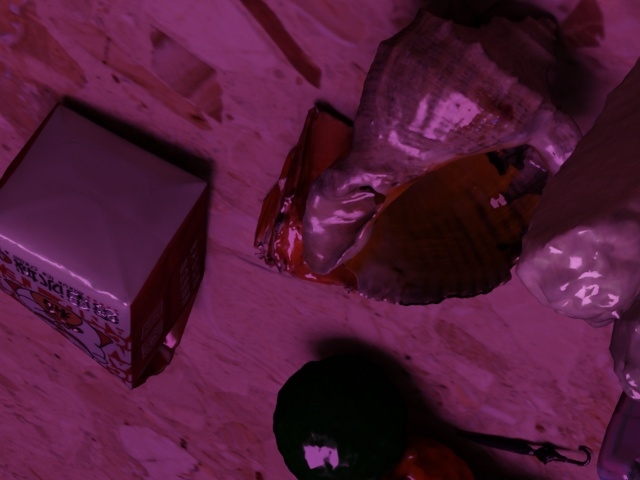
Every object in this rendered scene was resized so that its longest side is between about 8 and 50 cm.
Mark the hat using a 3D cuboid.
[{"bbox_3d":[0.059,0.310,1.830,0.400,0.285,0.285,45,147,-22],"label":"hat"}]

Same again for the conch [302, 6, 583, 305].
[{"bbox_3d":[0.089,-0.054,1.299,0.178,0.245,0.163,47,-168,14],"label":"conch"}]

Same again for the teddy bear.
[{"bbox_3d":[0.324,0.031,1.118,0.327,0.375,0.362,-30,105,25],"label":"teddy bear"}]

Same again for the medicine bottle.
[{"bbox_3d":[0.316,0.207,1.589,0.094,0.119,0.188,5,144,34],"label":"medicine bottle"}]

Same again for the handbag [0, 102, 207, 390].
[{"bbox_3d":[-0.206,0.019,1.707,0.171,0.151,0.298,28,158,7],"label":"handbag"}]

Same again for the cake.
[{"bbox_3d":[-0.007,-0.001,1.542,0.098,0.135,0.287,12,159,-1],"label":"cake"}]

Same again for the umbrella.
[{"bbox_3d":[0.194,0.203,1.787,0.149,0.022,0.022,3,101,37],"label":"umbrella"}]
